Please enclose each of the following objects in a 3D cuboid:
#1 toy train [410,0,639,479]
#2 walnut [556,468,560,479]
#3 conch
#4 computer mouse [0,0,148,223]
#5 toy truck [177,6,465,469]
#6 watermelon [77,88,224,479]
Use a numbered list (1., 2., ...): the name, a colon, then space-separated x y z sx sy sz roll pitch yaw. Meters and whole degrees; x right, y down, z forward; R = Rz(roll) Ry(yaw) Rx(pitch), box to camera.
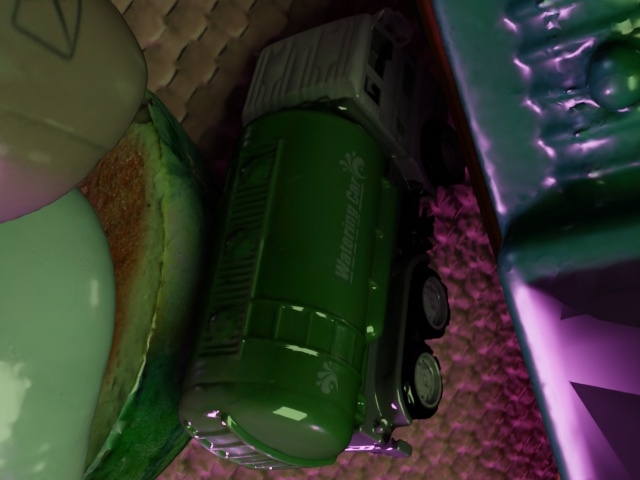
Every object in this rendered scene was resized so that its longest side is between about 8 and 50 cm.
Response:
1. toy train: 0.138 -0.061 0.402 0.178 0.249 0.429 -15 101 21
2. walnut: 0.315 0.144 0.640 0.306 0.306 0.344 -14 116 -25
3. conch: -0.179 0.058 0.394 0.121 0.185 0.221 16 65 -48
4. computer mouse: -0.250 -0.093 0.288 0.389 0.199 0.115 4 147 -19
5. toy truck: 0.000 0.000 0.453 0.125 0.101 0.242 39 50 -43
6. watermelon: -0.084 0.051 0.497 0.146 0.128 0.231 26 91 -51
